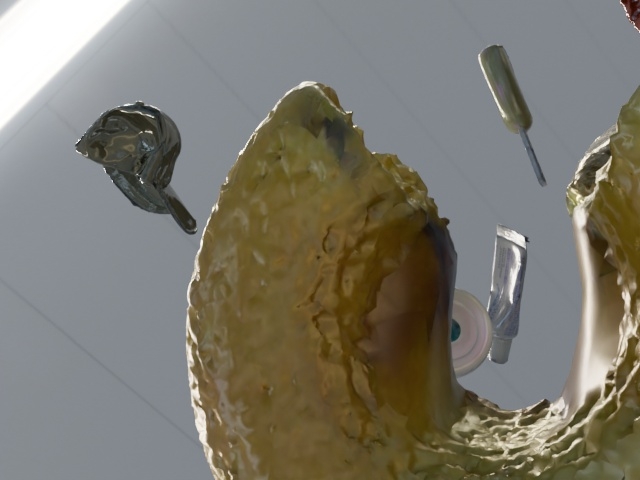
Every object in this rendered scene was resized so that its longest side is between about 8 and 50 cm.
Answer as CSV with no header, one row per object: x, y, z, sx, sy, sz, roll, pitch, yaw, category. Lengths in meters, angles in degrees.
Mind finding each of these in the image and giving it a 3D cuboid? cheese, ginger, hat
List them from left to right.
-0.192,-0.086,1.005,0.085,0.147,0.175,-54,-36,-14,hat
0.257,-0.159,1.120,0.097,0.037,0.192,16,-127,-67,cheese
0.424,-0.090,1.090,0.236,0.375,0.166,-33,-90,15,ginger

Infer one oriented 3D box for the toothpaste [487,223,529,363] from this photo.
0.375,0.115,1.743,0.068,0.099,0.282,-15,-67,-46,toothpaste

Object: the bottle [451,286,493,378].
0.189,0.167,1.443,0.148,0.236,0.147,1,-104,-5,bottle

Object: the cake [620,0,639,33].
0.550,-0.267,0.981,0.270,0.270,0.319,7,-130,-14,cake

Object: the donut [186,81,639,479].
0.111,0.074,0.512,0.163,0.435,0.377,17,-109,-65,donut
